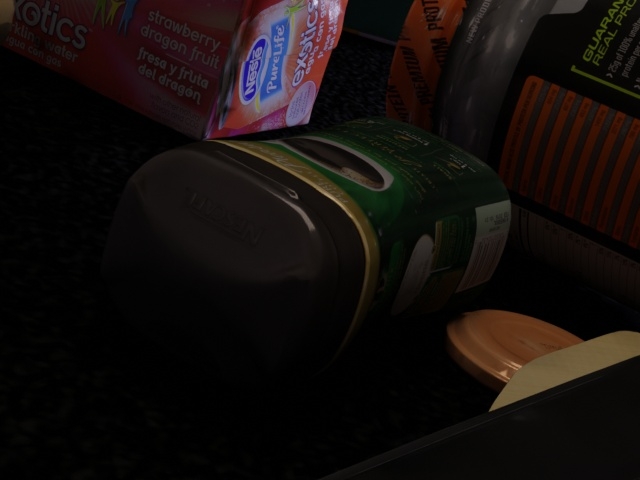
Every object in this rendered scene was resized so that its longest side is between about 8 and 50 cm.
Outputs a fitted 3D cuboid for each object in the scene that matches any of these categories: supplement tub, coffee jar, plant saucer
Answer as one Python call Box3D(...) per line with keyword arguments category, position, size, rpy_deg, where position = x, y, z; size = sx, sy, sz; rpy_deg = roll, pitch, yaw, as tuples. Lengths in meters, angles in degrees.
Box3D(category="supplement tub", position=(0.204, -0.049, 0.694), size=(0.316, 0.193, 0.194), rpy_deg=(29, 21, 25))
Box3D(category="coffee jar", position=(0.000, 0.000, 0.539), size=(0.096, 0.079, 0.184), rpy_deg=(28, 20, 23))
Box3D(category="plant saucer", position=(0.094, 0.051, 0.588), size=(0.084, 0.013, 0.083), rpy_deg=(17, 19, -6))

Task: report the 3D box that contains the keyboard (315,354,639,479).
Box3D(category="keyboard", position=(0.120, 0.107, 0.374), size=(0.317, 0.033, 0.201), rpy_deg=(-13, 36, -41))

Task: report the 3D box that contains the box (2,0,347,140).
Box3D(category="box", position=(-0.121, -0.166, 0.816), size=(0.257, 0.122, 0.128), rpy_deg=(27, 21, 22))

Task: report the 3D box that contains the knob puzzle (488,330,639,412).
Box3D(category="knob puzzle", position=(0.133, 0.099, 0.454), size=(0.213, 0.030, 0.213), rpy_deg=(14, 31, -9))

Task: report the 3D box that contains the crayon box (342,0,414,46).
Box3D(category="crayon box", position=(-0.056, -0.272, 1.232), size=(0.323, 0.083, 0.203), rpy_deg=(14, 20, -13))

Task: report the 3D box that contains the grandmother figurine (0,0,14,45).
Box3D(category="grandmother figurine", position=(-0.281, -0.099, 0.526), size=(0.208, 0.104, 0.342), rpy_deg=(16, 14, 18))
